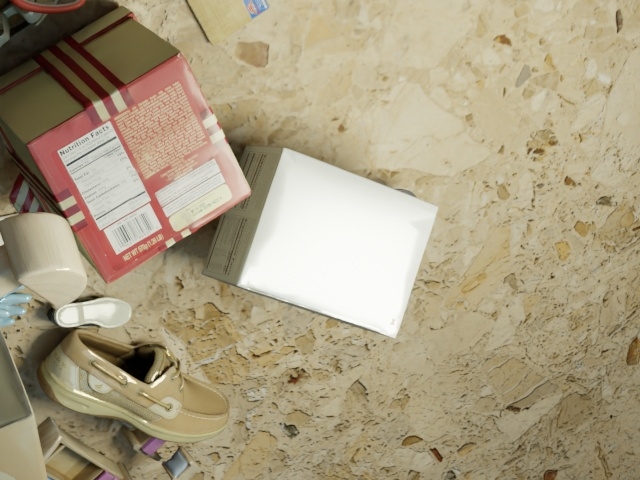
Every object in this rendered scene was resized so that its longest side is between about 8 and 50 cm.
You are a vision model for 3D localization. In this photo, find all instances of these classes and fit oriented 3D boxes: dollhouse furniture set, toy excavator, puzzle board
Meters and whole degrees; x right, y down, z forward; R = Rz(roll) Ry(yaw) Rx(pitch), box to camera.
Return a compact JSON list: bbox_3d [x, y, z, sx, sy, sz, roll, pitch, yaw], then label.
[{"bbox_3d":[-0.310,0.415,2.312,0.286,0.303,0.198,-42,138,3],"label":"dollhouse furniture set"},{"bbox_3d":[-0.505,0.144,1.860,0.433,0.222,0.445,-15,159,-18],"label":"toy excavator"},{"bbox_3d":[-0.129,-0.328,2.027,0.096,0.011,0.128,-35,138,-6],"label":"puzzle board"}]

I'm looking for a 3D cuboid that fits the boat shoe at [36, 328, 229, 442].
[{"bbox_3d":[-0.257,0.217,2.311,0.341,0.121,0.110,19,117,-42],"label":"boat shoe"}]

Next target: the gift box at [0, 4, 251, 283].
[{"bbox_3d":[-0.266,-0.108,1.930,0.255,0.258,0.276,-28,122,-14],"label":"gift box"}]

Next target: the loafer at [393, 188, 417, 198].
[{"bbox_3d":[0.005,-0.013,2.328,0.302,0.095,0.109,-13,97,-23],"label":"loafer"}]

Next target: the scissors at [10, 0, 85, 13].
[{"bbox_3d":[-0.413,-0.319,1.787,0.297,0.021,0.109,-5,87,-32],"label":"scissors"}]

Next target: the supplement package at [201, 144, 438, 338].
[{"bbox_3d":[0.000,0.000,2.193,0.262,0.145,0.204,20,87,-25],"label":"supplement package"}]

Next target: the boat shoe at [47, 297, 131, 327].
[{"bbox_3d":[-0.336,0.106,2.230,0.125,0.038,0.046,-6,97,-35],"label":"boat shoe"}]

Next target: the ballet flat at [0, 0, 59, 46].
[{"bbox_3d":[-0.375,-0.271,1.861,0.213,0.068,0.072,-35,136,-5],"label":"ballet flat"}]

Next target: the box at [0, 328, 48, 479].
[{"bbox_3d":[-0.398,0.246,1.800,0.121,0.148,0.311,-19,149,-16],"label":"box"}]

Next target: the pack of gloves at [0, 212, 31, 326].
[{"bbox_3d":[-0.491,0.062,2.079,0.232,0.046,0.195,-9,130,-29],"label":"pack of gloves"}]
